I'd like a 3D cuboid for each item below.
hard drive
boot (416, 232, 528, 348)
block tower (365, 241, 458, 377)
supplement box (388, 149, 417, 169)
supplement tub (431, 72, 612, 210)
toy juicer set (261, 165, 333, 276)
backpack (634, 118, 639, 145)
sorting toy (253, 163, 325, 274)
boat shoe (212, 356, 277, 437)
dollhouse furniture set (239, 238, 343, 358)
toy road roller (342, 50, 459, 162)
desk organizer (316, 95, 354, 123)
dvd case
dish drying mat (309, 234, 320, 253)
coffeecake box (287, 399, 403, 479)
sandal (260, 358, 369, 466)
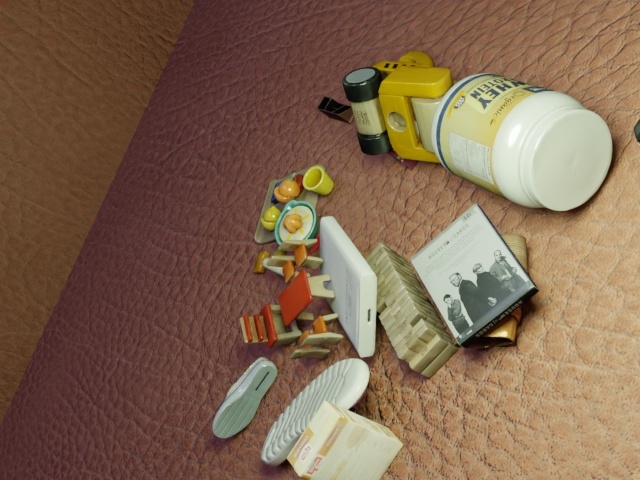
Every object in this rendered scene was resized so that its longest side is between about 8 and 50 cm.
[{"bbox_3d":[0.058,0.098,2.012,0.307,0.040,0.203,-123,29,-60],"label":"hard drive"},{"bbox_3d":[0.291,0.114,1.779,0.283,0.109,0.220,-10,62,41],"label":"boot"},{"bbox_3d":[0.176,0.137,1.906,0.097,0.091,0.335,-49,35,16],"label":"block tower"},{"bbox_3d":[0.207,-0.217,2.176,0.055,0.043,0.083,-54,34,6],"label":"supplement box"},{"bbox_3d":[0.391,-0.195,1.748,0.228,0.228,0.316,-58,33,3],"label":"supplement tub"},{"bbox_3d":[-0.091,-0.035,2.345,0.209,0.089,0.329,-3,67,38],"label":"toy juicer set"},{"bbox_3d":[0.641,-0.207,1.532,0.182,0.115,0.152,-46,24,23],"label":"backpack"},{"bbox_3d":[-0.105,-0.061,2.471,0.229,0.041,0.307,-12,56,49],"label":"sorting toy"},{"bbox_3d":[-0.190,0.393,2.222,0.226,0.083,0.076,-49,21,-3],"label":"boat shoe"},{"bbox_3d":[-0.081,0.162,2.109,0.259,0.135,0.262,-51,46,49],"label":"dollhouse furniture set"},{"bbox_3d":[0.230,-0.335,2.089,0.330,0.202,0.240,14,45,40],"label":"toy road roller"},{"bbox_3d":[0.047,-0.368,2.494,0.047,0.050,0.130,-61,33,-1],"label":"desk organizer"},{"bbox_3d":[0.289,0.064,1.706,0.179,0.029,0.238,-41,45,16],"label":"dvd case"},{"bbox_3d":[0.000,0.000,2.317,0.083,0.008,0.032,-41,40,25],"label":"dish drying mat"},{"bbox_3d":[0.050,0.420,1.770,0.142,0.185,0.068,-57,34,4],"label":"coffeecake box"},{"bbox_3d":[0.007,0.384,1.946,0.416,0.102,0.169,-44,20,45],"label":"sandal"}]
